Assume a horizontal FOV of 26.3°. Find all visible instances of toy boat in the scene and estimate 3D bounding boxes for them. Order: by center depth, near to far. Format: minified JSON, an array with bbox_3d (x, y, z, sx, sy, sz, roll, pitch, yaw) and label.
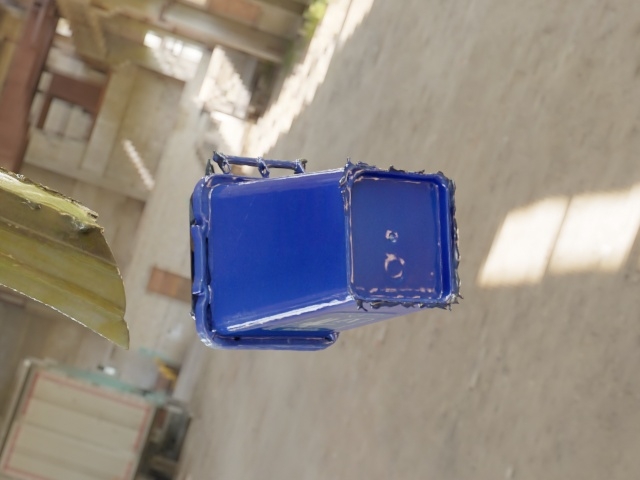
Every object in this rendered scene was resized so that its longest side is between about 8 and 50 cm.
[{"bbox_3d":[-0.362,-0.003,1.228,0.162,0.445,0.136,-63,30,8],"label":"toy boat"}]

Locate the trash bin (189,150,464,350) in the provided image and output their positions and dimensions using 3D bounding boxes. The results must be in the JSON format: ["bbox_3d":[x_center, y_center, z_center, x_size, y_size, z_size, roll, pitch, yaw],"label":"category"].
[{"bbox_3d":[0.000,0.000,1.190,0.234,0.162,0.184,-12,78,54],"label":"trash bin"}]
